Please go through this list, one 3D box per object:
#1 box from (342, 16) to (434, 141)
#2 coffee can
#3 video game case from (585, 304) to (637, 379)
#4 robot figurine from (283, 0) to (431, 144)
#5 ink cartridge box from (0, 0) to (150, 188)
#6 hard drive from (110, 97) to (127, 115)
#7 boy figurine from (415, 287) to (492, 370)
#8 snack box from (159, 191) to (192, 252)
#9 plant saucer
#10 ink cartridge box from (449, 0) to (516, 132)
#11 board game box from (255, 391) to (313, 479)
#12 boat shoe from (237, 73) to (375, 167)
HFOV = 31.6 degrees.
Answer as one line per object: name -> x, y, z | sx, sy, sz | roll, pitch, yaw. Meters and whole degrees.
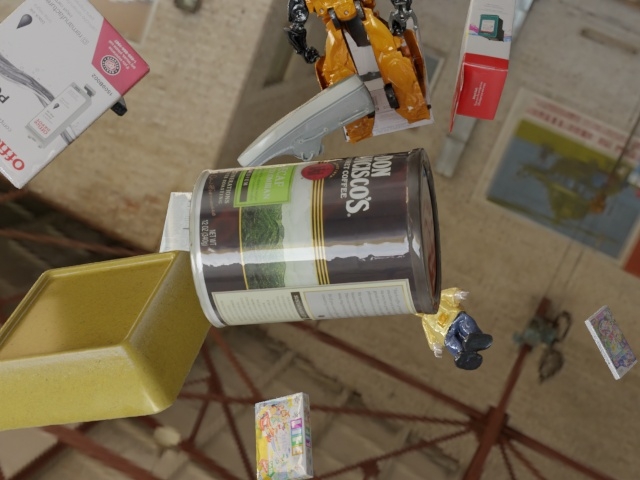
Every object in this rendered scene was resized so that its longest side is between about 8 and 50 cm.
box -> 0.115, -0.304, 2.095 | 0.169, 0.087, 0.290 | -13, -147, 8
coffee can -> 0.000, 0.000, 1.390 | 0.275, 0.201, 0.201 | -5, -165, 11
video game case -> 0.542, 0.188, 2.108 | 0.087, 0.011, 0.122 | -26, -93, -49
robot figurine -> 0.065, -0.310, 1.825 | 0.211, 0.291, 0.085 | -17, -155, 10
ink cartridge box -> -0.440, -0.246, 1.768 | 0.207, 0.283, 0.117 | 47, 174, -16
hard drive -> -0.393, -0.277, 2.033 | 0.094, 0.022, 0.135 | 41, -172, -27
boy figurine -> 0.299, 0.183, 2.701 | 0.092, 0.177, 0.285 | 9, -154, -35
snack box -> -0.176, -0.001, 2.241 | 0.322, 0.187, 0.060 | 2, 166, 34
plant saucer -> -0.319, 0.121, 1.580 | 0.333, 0.081, 0.333 | -9, -150, 19
ink cartridge box -> 0.274, -0.301, 1.913 | 0.078, 0.134, 0.231 | 10, -121, 3
board game box -> -0.067, 0.361, 2.054 | 0.026, 0.103, 0.154 | 38, -139, -52
boat shoe -> -0.018, -0.164, 1.732 | 0.081, 0.227, 0.079 | 56, -178, -11
